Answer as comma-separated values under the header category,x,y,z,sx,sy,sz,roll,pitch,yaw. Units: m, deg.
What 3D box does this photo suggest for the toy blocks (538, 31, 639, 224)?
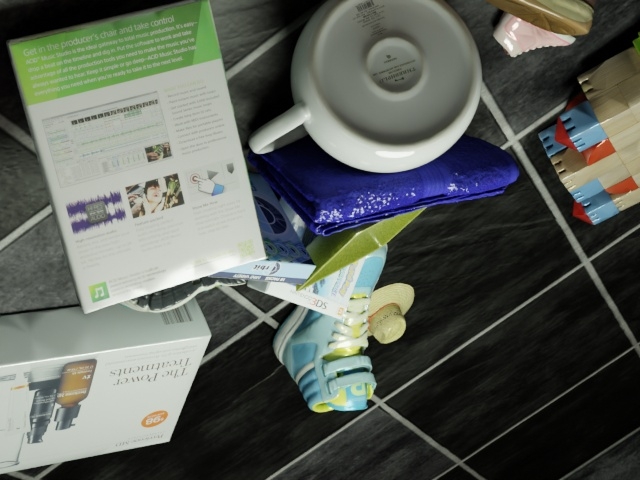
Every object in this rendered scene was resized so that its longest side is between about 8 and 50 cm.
category,x,y,z,sx,sy,sz,roll,pitch,yaw
toy blocks,0.479,-0.164,1.768,0.261,0.191,0.381,-28,147,17

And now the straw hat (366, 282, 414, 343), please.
category,x,y,z,sx,sy,sz,roll,pitch,yaw
straw hat,0.118,0.146,1.968,0.144,0.061,0.144,-20,144,-15

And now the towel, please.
category,x,y,z,sx,sy,sz,roll,pitch,yaw
towel,0.081,-0.096,1.496,0.308,0.227,0.076,-11,120,-24

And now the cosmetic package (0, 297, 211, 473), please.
category,x,y,z,sx,sy,sz,roll,pitch,yaw
cosmetic package,-0.383,0.224,1.680,0.377,0.097,0.284,-6,141,-30

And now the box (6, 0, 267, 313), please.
category,x,y,z,sx,sy,sz,roll,pitch,yaw
box,-0.207,-0.100,1.284,0.232,0.058,0.322,-17,108,-17

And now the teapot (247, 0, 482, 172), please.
category,x,y,z,sx,sy,sz,roll,pitch,yaw
teapot,0.068,-0.191,1.402,0.256,0.252,0.187,20,168,-7

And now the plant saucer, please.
category,x,y,z,sx,sy,sz,roll,pitch,yaw
plant saucer,0.059,-0.017,1.558,0.188,0.045,0.188,-27,169,-39

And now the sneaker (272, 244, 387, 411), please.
category,x,y,z,sx,sy,sz,roll,pitch,yaw
sneaker,0.051,0.152,1.799,0.127,0.208,0.319,0,135,-34

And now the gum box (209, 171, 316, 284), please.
category,x,y,z,sx,sy,sz,roll,pitch,yaw
gum box,-0.111,-0.024,1.484,0.157,0.184,0.041,8,131,-40

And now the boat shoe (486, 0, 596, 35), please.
category,x,y,z,sx,sy,sz,roll,pitch,yaw
boat shoe,0.203,-0.365,1.327,0.342,0.123,0.123,22,92,-21

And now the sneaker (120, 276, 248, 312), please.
category,x,y,z,sx,sy,sz,roll,pitch,yaw
sneaker,-0.175,0.032,1.607,0.275,0.107,0.110,-18,177,-27

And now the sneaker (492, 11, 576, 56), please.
category,x,y,z,sx,sy,sz,roll,pitch,yaw
sneaker,0.297,-0.290,1.565,0.134,0.051,0.070,11,130,-39

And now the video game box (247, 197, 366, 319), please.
category,x,y,z,sx,sy,sz,roll,pitch,yaw
video game box,0.000,0.000,1.632,0.187,0.048,0.205,23,88,-51
